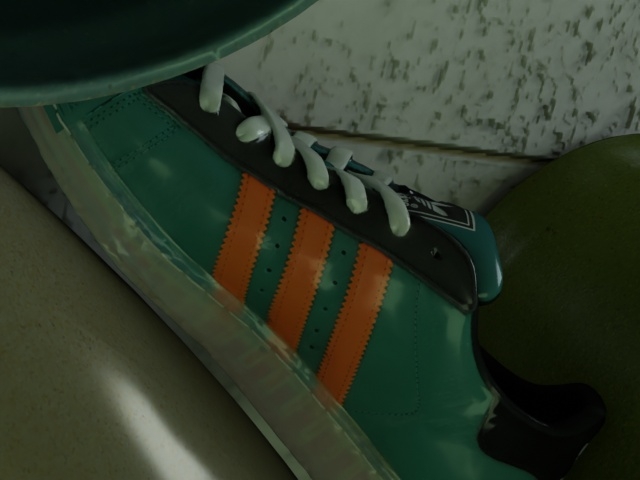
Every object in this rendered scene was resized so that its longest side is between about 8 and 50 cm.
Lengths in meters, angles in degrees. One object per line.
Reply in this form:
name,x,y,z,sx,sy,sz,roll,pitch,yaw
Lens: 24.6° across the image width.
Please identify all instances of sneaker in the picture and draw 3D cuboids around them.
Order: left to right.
sneaker,0.000,0.000,0.609,0.121,0.108,0.302,-37,107,11

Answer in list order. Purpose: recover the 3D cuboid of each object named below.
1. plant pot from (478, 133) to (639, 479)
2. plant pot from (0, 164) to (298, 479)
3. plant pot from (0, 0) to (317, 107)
plant pot,0.231,0.121,0.725,0.366,0.353,0.367,-16,126,-23
plant pot,-0.140,0.099,0.573,0.256,0.256,0.274,-31,114,-13
plant pot,-0.103,-0.211,0.406,0.293,0.196,0.293,-17,127,-24
